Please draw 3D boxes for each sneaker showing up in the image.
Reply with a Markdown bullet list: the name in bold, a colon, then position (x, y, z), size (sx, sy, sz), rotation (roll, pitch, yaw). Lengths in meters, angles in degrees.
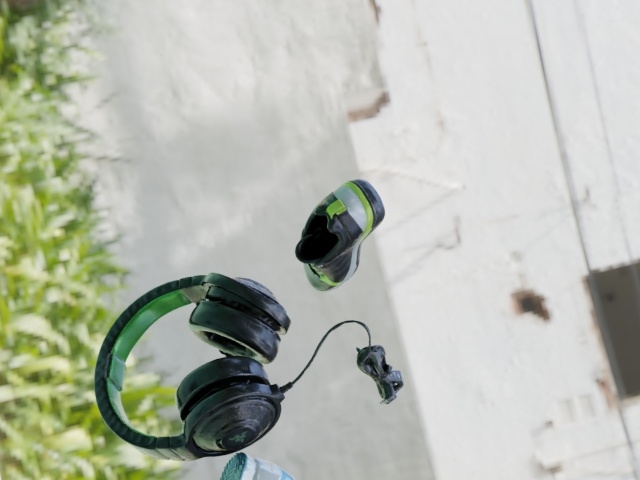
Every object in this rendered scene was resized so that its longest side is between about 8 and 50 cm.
- **sneaker**: position (-0.102, 0.391, 1.722), size (0.087, 0.092, 0.228), rotation (7, -105, 67)
- **sneaker**: position (0.000, 0.000, 1.690), size (0.084, 0.097, 0.234), rotation (53, -30, 18)

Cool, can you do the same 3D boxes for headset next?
- **headset**: position (-0.099, 0.171, 1.766), size (0.185, 0.394, 0.243), rotation (51, 38, -54)
